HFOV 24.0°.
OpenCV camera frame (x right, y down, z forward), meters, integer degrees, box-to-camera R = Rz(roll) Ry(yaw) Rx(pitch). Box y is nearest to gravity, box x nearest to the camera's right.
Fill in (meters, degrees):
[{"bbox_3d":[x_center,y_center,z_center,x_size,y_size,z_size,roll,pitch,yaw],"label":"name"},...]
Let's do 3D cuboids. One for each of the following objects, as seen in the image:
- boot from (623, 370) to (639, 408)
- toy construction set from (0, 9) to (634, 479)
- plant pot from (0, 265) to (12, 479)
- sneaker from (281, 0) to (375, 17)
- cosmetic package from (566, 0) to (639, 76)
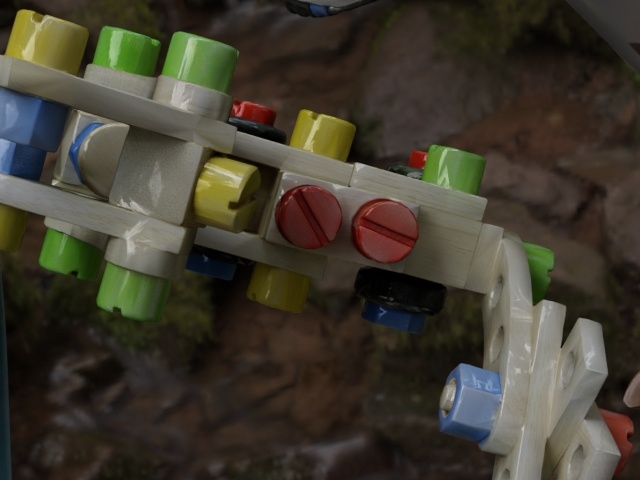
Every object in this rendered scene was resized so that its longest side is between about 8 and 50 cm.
[{"bbox_3d":[0.404,0.162,1.761,0.118,0.087,0.042,-35,74,0],"label":"boot"},{"bbox_3d":[0.000,0.000,0.686,0.151,0.327,0.215,-60,8,-1],"label":"toy construction set"},{"bbox_3d":[-0.373,0.123,0.953,0.334,0.341,0.341,-3,28,-10],"label":"plant pot"},{"bbox_3d":[0.067,-0.162,0.597,0.211,0.081,0.080,-22,24,9],"label":"sneaker"},{"bbox_3d":[0.213,-0.103,0.198,0.230,0.161,0.453,-49,15,-4],"label":"cosmetic package"}]
